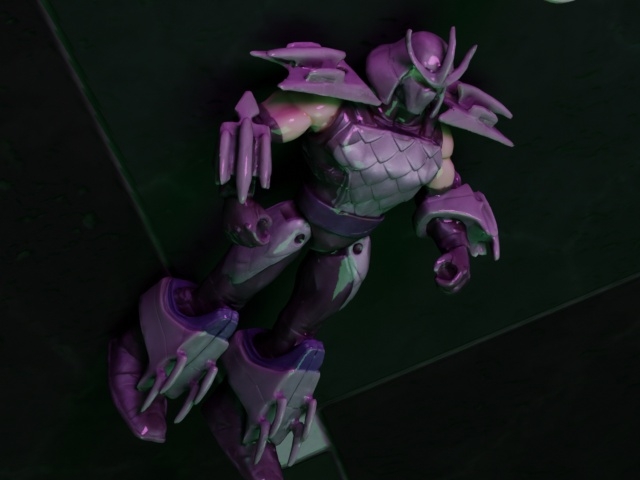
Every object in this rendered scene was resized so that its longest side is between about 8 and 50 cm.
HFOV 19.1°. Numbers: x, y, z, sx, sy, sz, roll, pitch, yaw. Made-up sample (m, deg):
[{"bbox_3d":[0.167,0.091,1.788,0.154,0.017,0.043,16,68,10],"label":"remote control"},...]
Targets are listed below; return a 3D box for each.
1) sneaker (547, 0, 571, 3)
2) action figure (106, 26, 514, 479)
[{"bbox_3d":[0.110,-0.185,0.911,0.051,0.070,0.134,2,104,-15],"label":"sneaker"},{"bbox_3d":[0.000,0.000,1.014,0.185,0.099,0.285,18,121,-28],"label":"action figure"}]
